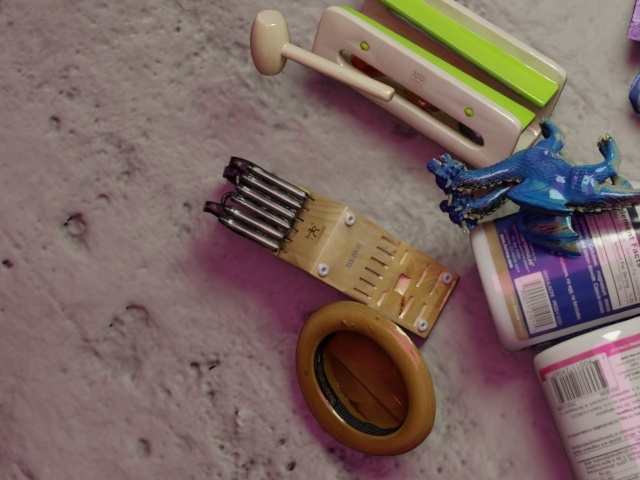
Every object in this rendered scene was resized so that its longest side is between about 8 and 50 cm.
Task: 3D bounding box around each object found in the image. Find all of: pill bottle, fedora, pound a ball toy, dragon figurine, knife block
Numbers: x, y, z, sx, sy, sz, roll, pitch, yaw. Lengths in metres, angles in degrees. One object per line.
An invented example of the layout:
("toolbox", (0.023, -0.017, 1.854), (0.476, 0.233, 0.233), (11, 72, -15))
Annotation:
("pill bottle", (0.312, 0.020, 1.413), (0.264, 0.153, 0.153), (-16, 79, 7))
("fedora", (0.063, 0.153, 1.461), (0.194, 0.079, 0.194), (12, 113, 32))
("pound a ball toy", (0.092, -0.182, 1.476), (0.319, 0.136, 0.208), (33, 53, 13))
("dragon figurine", (0.250, -0.042, 1.326), (0.289, 0.085, 0.144), (26, 65, 36))
("pill bottle", (0.351, 0.234, 1.370), (0.160, 0.160, 0.283), (-20, 79, 7))
("knife block", (0.000, 0.000, 1.521), (0.275, 0.242, 0.088), (30, 89, -32))

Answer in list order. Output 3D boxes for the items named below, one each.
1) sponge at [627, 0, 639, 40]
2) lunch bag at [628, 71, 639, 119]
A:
("sponge", (0.465, -0.252, 1.454), (0.210, 0.031, 0.117), (15, 44, 12))
("lunch bag", (0.401, -0.181, 1.469), (0.065, 0.067, 0.098), (33, 86, 29))
